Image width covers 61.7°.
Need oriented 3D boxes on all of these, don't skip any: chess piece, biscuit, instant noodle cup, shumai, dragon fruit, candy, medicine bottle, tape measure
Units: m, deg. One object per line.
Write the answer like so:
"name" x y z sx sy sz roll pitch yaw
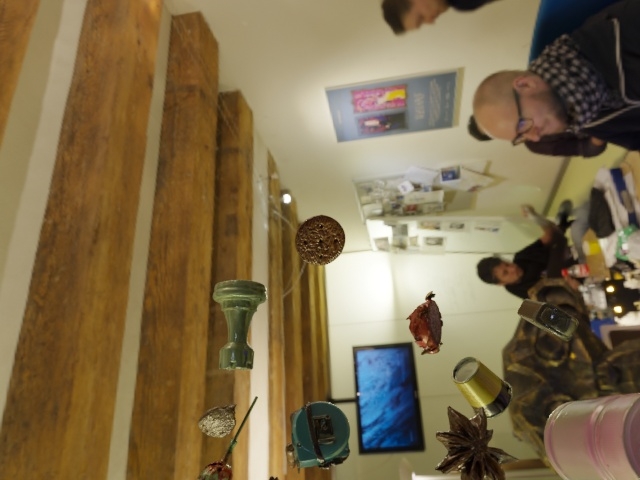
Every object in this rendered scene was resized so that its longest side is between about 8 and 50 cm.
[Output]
"chess piece" -0.289 0.301 1.886 0.194 0.194 0.300 57 -148 -70
"biscuit" 0.000 0.000 1.920 0.027 0.187 0.188 -128 28 -72
"instant noodle cup" 0.718 0.657 2.427 0.236 0.215 0.216 46 -158 -16
"shumai" -0.354 0.611 1.837 0.139 0.123 0.105 -62 17 6
"dragon fruit" 0.231 0.191 1.207 0.112 0.067 0.127 -39 -64 -58
"candy" -0.248 0.569 1.504 0.084 0.078 0.288 39 -120 -23
"medicine bottle" 0.660 0.447 1.172 0.325 0.211 0.212 103 165 -68
"tape measure" 0.000 0.419 1.156 0.081 0.125 0.146 99 161 -52

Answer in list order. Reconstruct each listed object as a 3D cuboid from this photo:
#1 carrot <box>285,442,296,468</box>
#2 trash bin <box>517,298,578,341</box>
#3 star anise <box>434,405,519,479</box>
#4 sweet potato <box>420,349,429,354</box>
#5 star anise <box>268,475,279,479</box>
"carrot" -0.082 0.621 1.532 0.165 0.035 0.036 91 180 -47
"trash bin" 0.936 0.323 2.204 0.101 0.176 0.236 -61 3 -1
"star anise" 0.531 0.714 1.840 0.108 0.314 0.316 115 160 -52
"sweet potato" 0.347 0.342 1.670 0.115 0.026 0.026 7 -106 -49
"star anise" -0.175 0.986 2.056 0.168 0.057 0.168 179 90 -66
